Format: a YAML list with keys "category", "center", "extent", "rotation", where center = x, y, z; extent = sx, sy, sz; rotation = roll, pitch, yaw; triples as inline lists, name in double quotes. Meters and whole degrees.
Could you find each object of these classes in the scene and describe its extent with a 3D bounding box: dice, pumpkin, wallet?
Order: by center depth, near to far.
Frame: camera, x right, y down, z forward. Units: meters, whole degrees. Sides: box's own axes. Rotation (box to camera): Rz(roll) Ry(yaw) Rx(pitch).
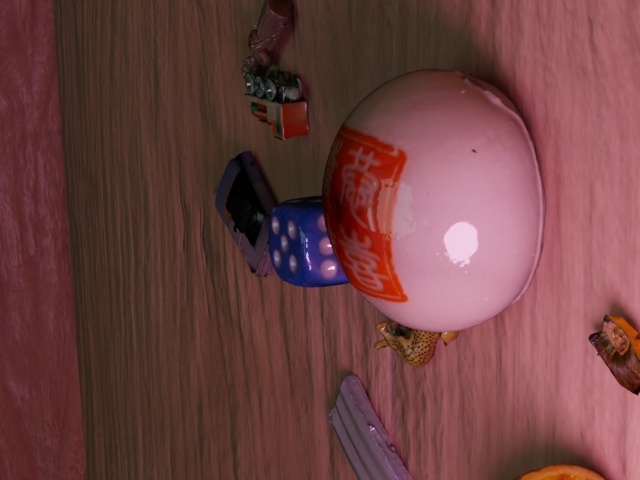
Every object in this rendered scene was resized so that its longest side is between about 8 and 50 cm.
- category: "pumpkin"
  center: [0.374, 0.138, 1.319]
  extent: [0.101, 0.035, 0.073]
  rotation: [61, 156, 30]
- category: "dice"
  center: [0.000, 0.000, 1.866]
  extent: [0.146, 0.147, 0.143]
  rotation: [14, 110, 60]
- category: "wallet"
  center: [-0.147, -0.050, 2.217]
  extent: [0.231, 0.069, 0.170]
  rotation: [62, 141, 32]

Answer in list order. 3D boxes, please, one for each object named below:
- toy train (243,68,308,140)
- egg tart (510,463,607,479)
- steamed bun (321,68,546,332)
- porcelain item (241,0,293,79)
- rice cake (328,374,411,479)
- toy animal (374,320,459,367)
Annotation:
- category: "toy train"
  center: [-0.090, -0.262, 2.060]
  extent: [0.176, 0.074, 0.118]
  rotation: [23, 119, 56]
- category: "egg tart"
  center: [0.289, 0.390, 1.389]
  extent: [0.147, 0.203, 0.202]
  rotation: [131, 128, -72]
- category: "steamed bun"
  center: [0.133, -0.050, 1.512]
  extent: [0.374, 0.241, 0.374]
  rotation: [32, 127, 56]
- category: "porcelain item"
  center: [-0.111, -0.384, 2.086]
  extent: [0.213, 0.054, 0.084]
  rotation: [121, 148, -50]
- category: "rice cake"
  center: [0.082, 0.361, 1.901]
  extent: [0.237, 0.043, 0.127]
  rotation: [58, 142, 38]
- category: "toy animal"
  center: [0.153, 0.149, 1.696]
  extent: [0.136, 0.073, 0.181]
  rotation: [53, 137, 32]
